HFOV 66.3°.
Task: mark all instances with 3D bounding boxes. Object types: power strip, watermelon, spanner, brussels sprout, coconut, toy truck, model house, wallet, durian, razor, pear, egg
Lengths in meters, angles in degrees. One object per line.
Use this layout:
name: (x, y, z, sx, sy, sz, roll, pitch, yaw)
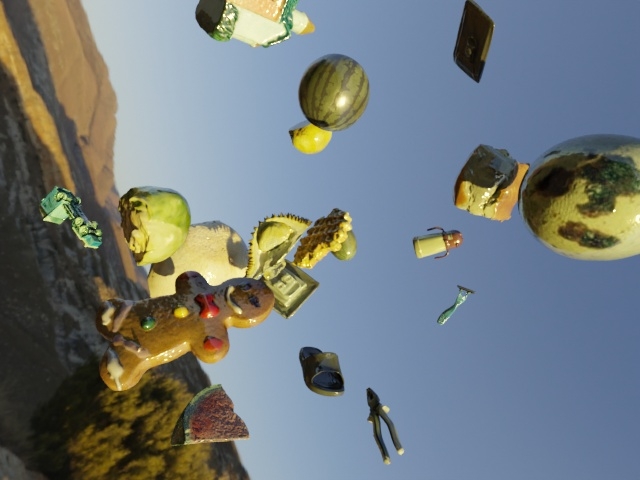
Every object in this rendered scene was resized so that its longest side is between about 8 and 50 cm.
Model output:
power strip: (-0.138, 0.166, 1.855, 0.213, 0.198, 0.065, 32, -26, 23)
watermelon: (0.037, -0.418, 1.386, 0.212, 0.212, 0.212, 46, -36, 49)
spanner: (0.226, 0.680, 1.840, 0.040, 0.095, 0.325, 41, 15, -29)
brussels sprout: (-0.303, -0.033, 0.921, 0.151, 0.122, 0.149, 37, -46, 48)
coconut: (-0.481, 0.114, 1.915, 0.415, 0.414, 0.345, 111, -38, -55)
toy truck: (-0.600, -0.043, 1.182, 0.175, 0.081, 0.067, 49, 4, 13)
watermelon: (-0.293, 0.465, 1.272, 0.207, 0.202, 0.136, 149, -67, -86)
model house: (-0.148, -0.619, 1.302, 0.253, 0.291, 0.184, -60, -145, 22)
wallet: (0.525, -0.683, 1.691, 0.245, 0.052, 0.169, 83, -16, -58)
durian: (-0.151, 0.028, 1.631, 0.166, 0.306, 0.172, 45, 0, 38)
razor: (0.564, 0.284, 2.095, 0.253, 0.081, 0.042, 114, -4, -46)
pear: (-0.029, -0.332, 1.574, 0.141, 0.141, 0.104, 23, -45, 62)
egg: (0.763, -0.113, 1.325, 0.427, 0.345, 0.345, 6, -63, 19)

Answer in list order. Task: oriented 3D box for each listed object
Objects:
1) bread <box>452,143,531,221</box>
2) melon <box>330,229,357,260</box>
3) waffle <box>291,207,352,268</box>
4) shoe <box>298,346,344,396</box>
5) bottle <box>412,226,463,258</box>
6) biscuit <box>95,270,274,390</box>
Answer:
bread: (0.606, -0.211, 1.759, 0.224, 0.279, 0.250, 30, -72, 26)
melon: (0.079, 0.001, 1.882, 0.114, 0.114, 0.168, 108, -35, -53)
waffle: (0.001, 0.001, 1.606, 0.056, 0.253, 0.249, 41, 9, -21)
shoe: (0.000, 0.365, 1.462, 0.241, 0.107, 0.093, -132, -127, -65)
bottle: (0.245, 0.006, 1.017, 0.047, 0.101, 0.063, -81, 154, -60)
biscuit: (-0.319, 0.178, 1.194, 0.064, 0.431, 0.283, 95, -27, -45)
